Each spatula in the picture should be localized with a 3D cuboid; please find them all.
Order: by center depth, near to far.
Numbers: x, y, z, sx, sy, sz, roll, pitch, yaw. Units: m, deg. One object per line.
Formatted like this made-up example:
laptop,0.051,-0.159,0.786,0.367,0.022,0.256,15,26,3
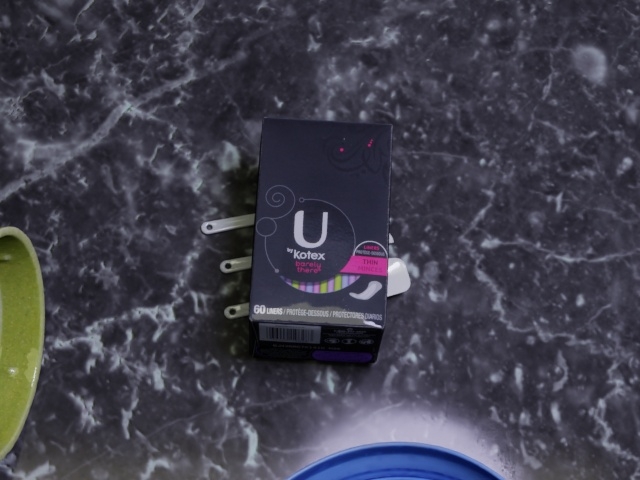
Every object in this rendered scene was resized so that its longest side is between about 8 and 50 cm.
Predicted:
spatula,-0.020,0.017,1.855,0.242,0.019,0.168,-12,69,-11

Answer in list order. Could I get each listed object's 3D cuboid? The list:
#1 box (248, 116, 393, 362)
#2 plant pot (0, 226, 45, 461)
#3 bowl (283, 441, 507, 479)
box,0.000,0.000,1.778,0.165,0.143,0.270,3,67,-1
plant pot,-0.483,0.111,1.656,0.254,0.276,0.276,4,66,9
bowl,0.078,0.412,1.605,0.391,0.077,0.391,-5,53,7
